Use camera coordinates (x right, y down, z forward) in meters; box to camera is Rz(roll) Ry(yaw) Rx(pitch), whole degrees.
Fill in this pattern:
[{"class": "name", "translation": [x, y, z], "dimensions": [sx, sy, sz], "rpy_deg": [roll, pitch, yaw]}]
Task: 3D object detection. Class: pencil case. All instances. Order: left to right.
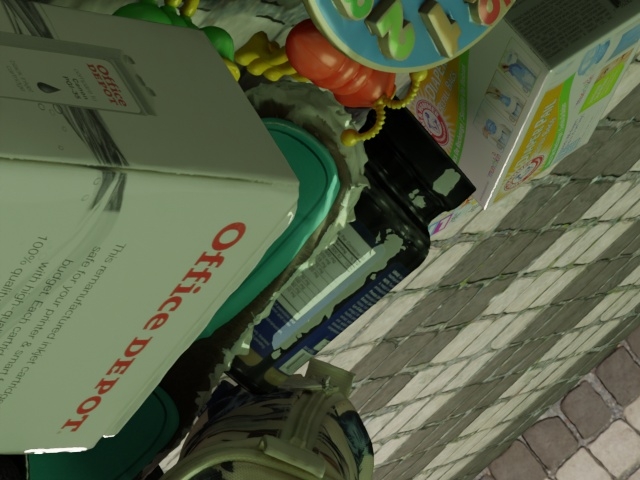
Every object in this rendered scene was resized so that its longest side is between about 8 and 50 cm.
[{"class": "pencil case", "translation": [-0.039, 0.192, 1.355], "dimensions": [0.410, 0.160, 0.183], "rpy_deg": [-67, 171, -87]}]

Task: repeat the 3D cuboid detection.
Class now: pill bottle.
[{"class": "pill bottle", "translation": [0.000, 0.000, 1.341], "dimensions": [0.219, 0.123, 0.123], "rpy_deg": [-41, 164, 5]}]

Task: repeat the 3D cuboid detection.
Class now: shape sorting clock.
[{"class": "shape sorting clock", "translation": [0.062, -0.188, 0.982], "dimensions": [0.206, 0.040, 0.206], "rpy_deg": [-27, 130, -38]}]

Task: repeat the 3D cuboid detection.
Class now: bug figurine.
[{"class": "bug figurine", "translation": [-0.082, -0.049, 1.038], "dimensions": [0.279, 0.072, 0.216], "rpy_deg": [-46, 145, 20]}]

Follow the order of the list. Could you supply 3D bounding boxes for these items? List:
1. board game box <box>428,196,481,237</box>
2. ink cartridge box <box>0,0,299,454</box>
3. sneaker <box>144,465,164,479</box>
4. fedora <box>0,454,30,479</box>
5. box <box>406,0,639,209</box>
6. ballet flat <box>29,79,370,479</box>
[{"class": "board game box", "translation": [0.098, -0.035, 1.630], "dimensions": [0.154, 0.026, 0.103], "rpy_deg": [-28, 161, -34]}, {"class": "ink cartridge box", "translation": [-0.182, -0.003, 0.840], "dimensions": [0.283, 0.117, 0.207], "rpy_deg": [4, 136, -46]}, {"class": "sneaker", "translation": [-0.319, 0.338, 1.457], "dimensions": [0.447, 0.169, 0.257], "rpy_deg": [-30, 160, -36]}, {"class": "fedora", "translation": [-0.232, 0.179, 0.963], "dimensions": [0.334, 0.152, 0.334], "rpy_deg": [-28, 127, -45]}, {"class": "box", "translation": [0.148, -0.130, 1.354], "dimensions": [0.114, 0.103, 0.203], "rpy_deg": [-33, 162, -22]}, {"class": "ballet flat", "translation": [-0.114, 0.049, 1.237], "dimensions": [0.409, 0.147, 0.147], "rpy_deg": [-44, 163, 18]}]
